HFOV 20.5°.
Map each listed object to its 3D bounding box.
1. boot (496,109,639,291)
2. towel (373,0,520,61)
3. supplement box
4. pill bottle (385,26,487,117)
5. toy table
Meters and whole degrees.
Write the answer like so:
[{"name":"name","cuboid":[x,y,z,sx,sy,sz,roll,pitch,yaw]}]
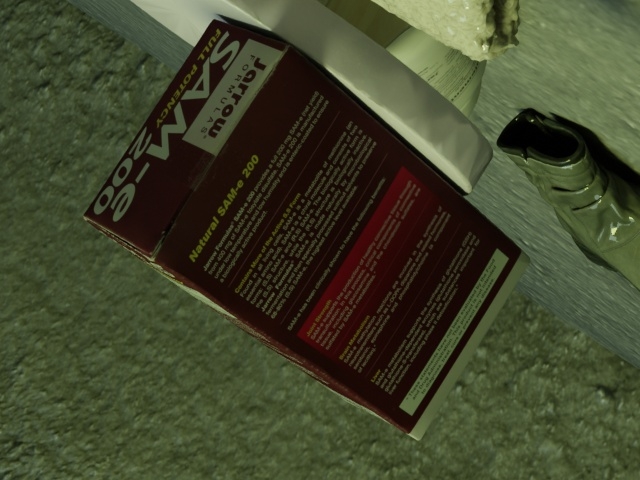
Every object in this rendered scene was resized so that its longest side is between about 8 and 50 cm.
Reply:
[{"name":"boot","cuboid":[0.250,-0.026,1.489,0.161,0.083,0.246,43,172,-31]},{"name":"towel","cuboid":[0.004,-0.204,0.721,0.187,0.049,0.282,35,154,27]},{"name":"supplement box","cuboid":[0.000,0.000,0.965,0.073,0.130,0.239,26,170,47]},{"name":"pill bottle","cuboid":[0.050,-0.146,1.243,0.131,0.131,0.229,34,177,17]},{"name":"toy table","cuboid":[0.006,-0.165,0.979,0.274,0.161,0.252,33,173,-22]}]
